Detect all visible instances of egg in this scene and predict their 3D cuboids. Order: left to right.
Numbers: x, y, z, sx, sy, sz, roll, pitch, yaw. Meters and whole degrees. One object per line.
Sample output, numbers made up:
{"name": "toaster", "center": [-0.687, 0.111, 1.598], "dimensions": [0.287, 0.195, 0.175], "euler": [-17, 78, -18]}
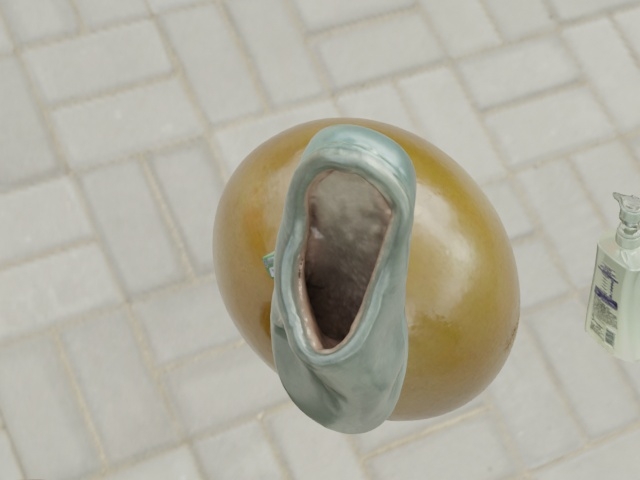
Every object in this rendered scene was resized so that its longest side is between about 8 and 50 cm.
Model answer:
{"name": "egg", "center": [0.051, 0.032, 1.375], "dimensions": [0.351, 0.283, 0.282], "euler": [44, 61, -21]}

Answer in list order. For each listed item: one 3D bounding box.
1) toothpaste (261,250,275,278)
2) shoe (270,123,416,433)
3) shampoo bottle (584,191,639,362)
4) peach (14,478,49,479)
{"name": "toothpaste", "center": [0.000, 0.000, 0.893], "dimensions": [0.083, 0.020, 0.017], "euler": [-30, 98, -31]}
{"name": "shoe", "center": [0.003, 0.036, 0.682], "dimensions": [0.079, 0.195, 0.078], "euler": [20, 39, 16]}
{"name": "shampoo bottle", "center": [0.210, 0.025, 0.934], "dimensions": [0.034, 0.141, 0.049], "euler": [-27, 49, -19]}
{"name": "peach", "center": [-0.259, 0.395, 1.251], "dimensions": [0.343, 0.302, 0.342], "euler": [2, 81, -12]}
